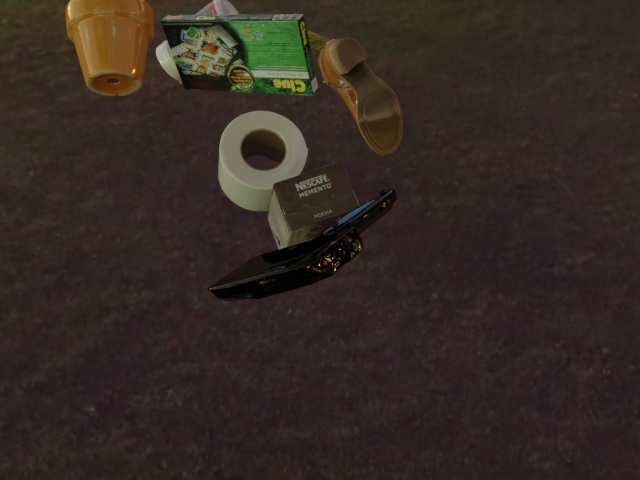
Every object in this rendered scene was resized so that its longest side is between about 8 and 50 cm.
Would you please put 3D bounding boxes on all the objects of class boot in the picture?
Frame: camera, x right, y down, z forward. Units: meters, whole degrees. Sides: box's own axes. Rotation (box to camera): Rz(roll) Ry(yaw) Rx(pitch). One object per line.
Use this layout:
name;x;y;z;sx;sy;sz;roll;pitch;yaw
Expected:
boot;0.080;-0.333;1.603;0.109;0.283;0.220;-34;14;-6

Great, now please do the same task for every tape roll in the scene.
tape roll;-0.171;-0.225;1.973;0.246;0.169;0.246;4;70;-10

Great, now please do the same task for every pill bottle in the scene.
pill bottle;-0.396;-0.661;2.280;0.283;0.161;0.161;-29;25;21

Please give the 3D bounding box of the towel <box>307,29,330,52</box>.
towel;-0.067;-0.613;2.061;0.237;0.021;0.102;15;-5;-28

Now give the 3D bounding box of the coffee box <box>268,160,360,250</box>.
coffee box;-0.024;-0.064;1.628;0.168;0.118;0.297;-19;-10;-11

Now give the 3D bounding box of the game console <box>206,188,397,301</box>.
game console;0.000;0.000;1.091;0.213;0.043;0.361;-16;12;37

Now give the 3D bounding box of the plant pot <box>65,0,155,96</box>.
plant pot;-0.495;-0.455;1.635;0.205;0.205;0.187;-7;76;-2

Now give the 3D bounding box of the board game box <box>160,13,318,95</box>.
board game box;-0.136;-0.313;1.159;0.260;0.136;0.030;8;42;23
